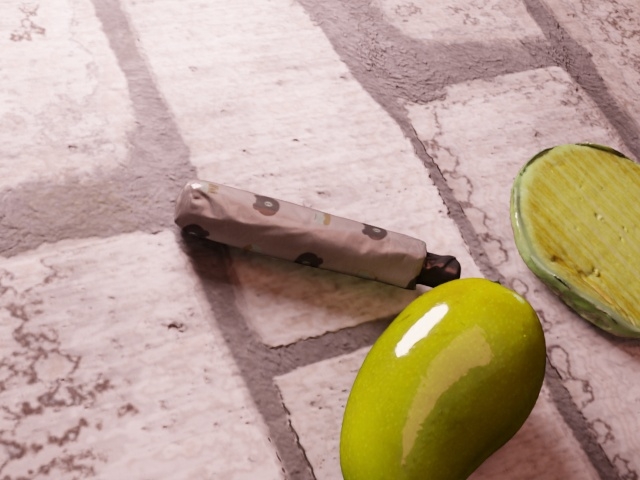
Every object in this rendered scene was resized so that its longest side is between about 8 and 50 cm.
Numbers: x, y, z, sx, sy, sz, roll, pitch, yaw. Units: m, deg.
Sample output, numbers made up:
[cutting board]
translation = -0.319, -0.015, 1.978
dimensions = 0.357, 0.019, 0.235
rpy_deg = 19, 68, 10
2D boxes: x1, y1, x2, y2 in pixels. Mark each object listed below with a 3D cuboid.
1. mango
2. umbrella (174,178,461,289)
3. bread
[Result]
[mango]
translation = 0.123, 0.163, 0.915
dimensions = 0.175, 0.143, 0.293
rpy_deg = 37, 65, 0
[umbrella]
translation = 0.000, 0.000, 1.015
dimensions = 0.338, 0.067, 0.073
rpy_deg = 15, 13, -9
[bread]
translation = 0.381, -0.008, 1.164
dimensions = 0.302, 0.045, 0.301
rpy_deg = 10, 57, -15
